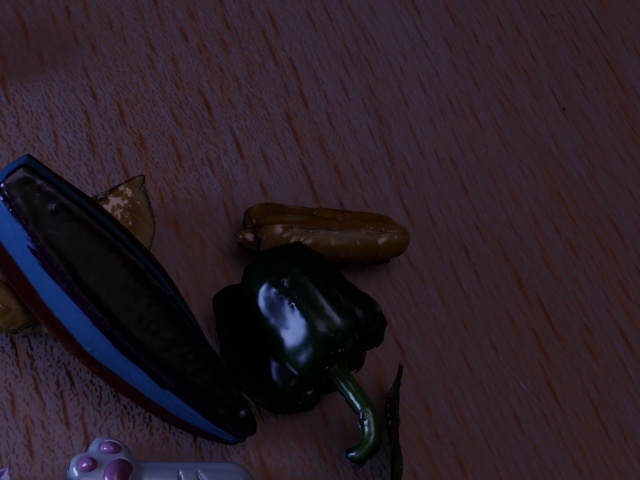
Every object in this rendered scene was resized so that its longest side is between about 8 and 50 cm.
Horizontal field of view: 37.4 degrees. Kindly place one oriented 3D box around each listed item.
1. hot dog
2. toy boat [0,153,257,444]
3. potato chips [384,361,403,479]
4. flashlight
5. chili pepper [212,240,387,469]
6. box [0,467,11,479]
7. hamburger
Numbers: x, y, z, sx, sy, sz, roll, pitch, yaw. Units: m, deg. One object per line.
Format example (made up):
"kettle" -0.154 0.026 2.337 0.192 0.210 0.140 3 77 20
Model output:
"hot dog" 0.000 0.000 1.216 0.249 0.076 0.102 3 22 -29
"toy boat" -0.194 0.079 0.975 0.392 0.079 0.136 51 62 -17
"potato chips" 0.086 0.231 1.088 0.026 0.142 0.209 -1 34 8
"flashlight" -0.162 0.256 0.984 0.200 0.047 0.093 11 56 -21
"chili pepper" -0.005 0.128 1.079 0.261 0.174 0.165 49 26 9
"box" -0.353 0.245 0.889 0.117 0.050 0.036 -5 70 -31
"hamburger" -0.281 0.024 1.035 0.262 0.124 0.131 -33 103 -33
